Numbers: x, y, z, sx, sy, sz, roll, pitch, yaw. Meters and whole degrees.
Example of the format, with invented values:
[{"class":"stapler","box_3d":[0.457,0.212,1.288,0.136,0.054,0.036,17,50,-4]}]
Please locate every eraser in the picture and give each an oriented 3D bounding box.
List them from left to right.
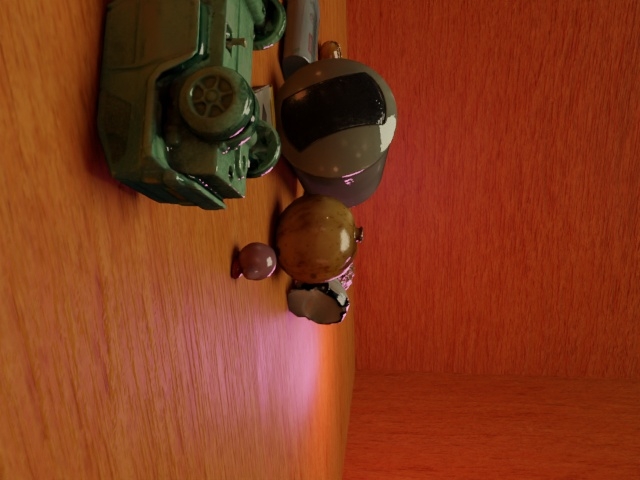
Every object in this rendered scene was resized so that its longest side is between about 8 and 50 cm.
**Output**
[{"class":"eraser","box_3d":[-0.047,-0.507,1.433,0.174,0.081,0.227,79,12,-71]}]

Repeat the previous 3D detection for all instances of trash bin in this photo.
[{"class":"trash bin","box_3d":[0.040,-0.245,1.391,0.432,0.280,0.281,68,23,-78]}]

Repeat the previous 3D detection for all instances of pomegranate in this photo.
[{"class":"pomegranate","box_3d":[0.000,0.000,1.321,0.215,0.215,0.216,0,90,-82]}]

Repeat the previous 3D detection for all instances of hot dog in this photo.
[{"class":"hot dog","box_3d":[0.052,-0.563,2.094,0.135,0.100,0.338,-70,159,-70]}]

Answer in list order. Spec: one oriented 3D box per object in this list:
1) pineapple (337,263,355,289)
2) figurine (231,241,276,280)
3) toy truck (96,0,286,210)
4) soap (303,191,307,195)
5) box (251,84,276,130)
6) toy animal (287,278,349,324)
[{"class":"pineapple","box_3d":[0.006,0.030,1.645,0.341,0.169,0.169,67,24,-58]},{"class":"figurine","box_3d":[-0.113,0.038,0.983,0.083,0.071,0.067,-75,162,-58]},{"class":"toy truck","box_3d":[-0.124,-0.177,0.570,0.155,0.156,0.279,51,40,-78]},{"class":"soap","box_3d":[0.012,-0.082,1.812,0.162,0.099,0.250,-81,168,-49]},{"class":"box","box_3d":[-0.123,-0.214,1.046,0.247,0.032,0.129,-70,158,-69]},{"class":"toy animal","box_3d":[-0.007,0.140,1.530,0.166,0.138,0.179,44,13,-14]}]
